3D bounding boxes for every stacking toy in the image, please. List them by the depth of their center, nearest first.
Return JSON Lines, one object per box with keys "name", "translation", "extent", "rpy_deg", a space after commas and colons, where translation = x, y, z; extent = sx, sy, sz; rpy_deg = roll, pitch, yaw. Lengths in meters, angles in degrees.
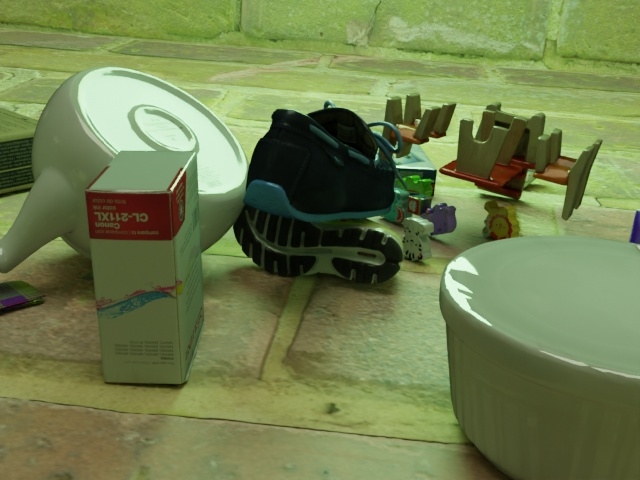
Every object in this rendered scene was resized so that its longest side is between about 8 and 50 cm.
{"name": "stacking toy", "translation": [0.125, -0.035, 1.118], "extent": [0.167, 0.052, 0.221], "rpy_deg": [-10, 23, -37]}

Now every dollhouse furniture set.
{"name": "dollhouse furniture set", "translation": [0.234, -0.105, 1.154], "extent": [0.262, 0.135, 0.259], "rpy_deg": [18, 20, 20]}

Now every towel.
{"name": "towel", "translation": [-0.325, 0.059, 0.845], "extent": [0.083, 0.009, 0.060], "rpy_deg": [-16, 27, -43]}

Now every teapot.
{"name": "teapot", "translation": [-0.212, -0.057, 0.947], "extent": [0.256, 0.187, 0.252], "rpy_deg": [22, 34, -27]}

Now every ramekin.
{"name": "ramekin", "translation": [0.225, 0.100, 0.664], "extent": [0.273, 0.127, 0.273], "rpy_deg": [3, 20, -1]}

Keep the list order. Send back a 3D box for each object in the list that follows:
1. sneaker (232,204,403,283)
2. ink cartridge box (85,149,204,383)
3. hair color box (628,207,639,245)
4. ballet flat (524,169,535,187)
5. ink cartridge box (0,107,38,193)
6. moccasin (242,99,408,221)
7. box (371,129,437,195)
{"name": "sneaker", "translation": [0.000, 0.000, 0.976], "extent": [0.208, 0.081, 0.094], "rpy_deg": [16, 15, 15]}
{"name": "ink cartridge box", "translation": [-0.148, 0.021, 0.743], "extent": [0.072, 0.175, 0.127], "rpy_deg": [1, 20, 0]}
{"name": "hair color box", "translation": [0.502, 0.055, 0.859], "extent": [0.185, 0.110, 0.339], "rpy_deg": [-8, 25, -30]}
{"name": "ballet flat", "translation": [0.304, -0.098, 1.334], "extent": [0.114, 0.041, 0.041], "rpy_deg": [-3, 22, -16]}
{"name": "ink cartridge box", "translation": [-0.514, -0.130, 1.199], "extent": [0.234, 0.088, 0.193], "rpy_deg": [19, 24, 36]}
{"name": "moccasin", "translation": [0.027, -0.091, 0.944], "extent": [0.137, 0.117, 0.342], "rpy_deg": [15, 10, 12]}
{"name": "box", "translation": [0.084, -0.130, 1.357], "extent": [0.159, 0.044, 0.233], "rpy_deg": [2, 21, -5]}
